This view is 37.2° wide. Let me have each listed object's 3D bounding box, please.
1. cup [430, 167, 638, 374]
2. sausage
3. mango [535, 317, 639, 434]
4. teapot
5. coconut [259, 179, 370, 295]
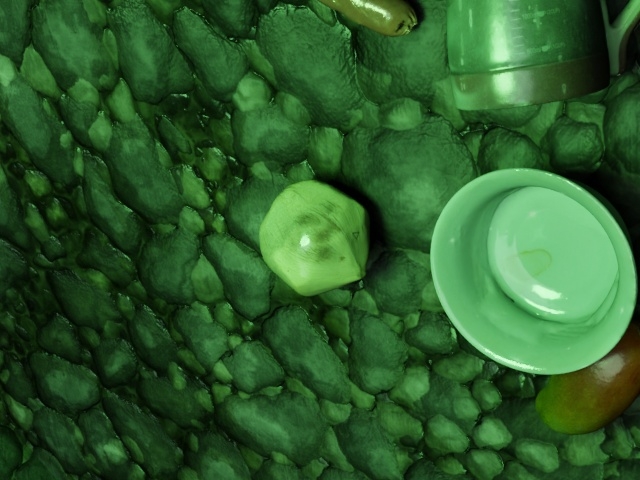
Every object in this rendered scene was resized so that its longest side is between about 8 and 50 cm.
[{"bbox_3d":[0.371,0.031,1.575,0.347,0.163,0.347,13,114,30],"label":"cup"},{"bbox_3d":[-0.021,-0.470,1.649,0.433,0.088,0.088,32,125,17],"label":"sausage"},{"bbox_3d":[0.471,0.247,1.646,0.146,0.129,0.289,37,134,22],"label":"mango"},{"bbox_3d":[0.336,-0.369,1.404,0.315,0.233,0.312,-8,104,4],"label":"teapot"},{"bbox_3d":[0.000,0.000,1.787,0.224,0.224,0.224,14,119,27],"label":"coconut"}]
